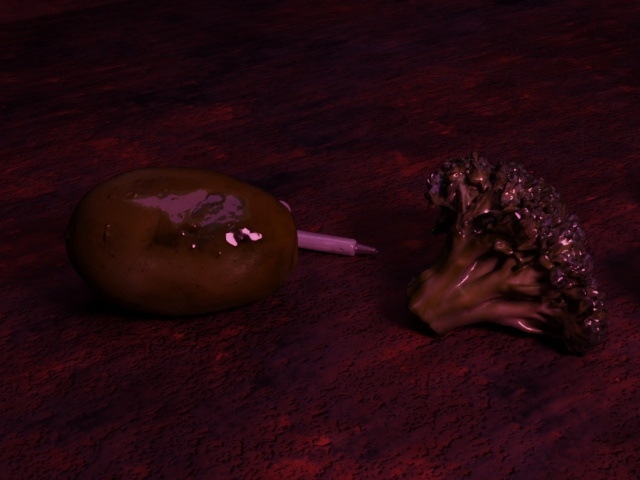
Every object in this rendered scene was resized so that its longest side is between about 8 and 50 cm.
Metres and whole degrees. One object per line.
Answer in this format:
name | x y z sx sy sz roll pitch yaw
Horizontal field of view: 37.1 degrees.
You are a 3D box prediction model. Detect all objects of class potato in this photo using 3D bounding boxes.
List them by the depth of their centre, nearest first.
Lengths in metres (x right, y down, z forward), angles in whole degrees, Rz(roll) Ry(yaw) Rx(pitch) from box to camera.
potato | -0.184 0.000 1.278 0.304 0.216 0.216 -5 30 2

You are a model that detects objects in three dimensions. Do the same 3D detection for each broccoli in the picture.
broccoli | 0.236 0.035 1.265 0.245 0.248 0.288 -35 40 14

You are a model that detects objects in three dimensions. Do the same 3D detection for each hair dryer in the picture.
hair dryer | 0.002 -0.004 1.454 0.183 0.044 0.155 4 31 -2
